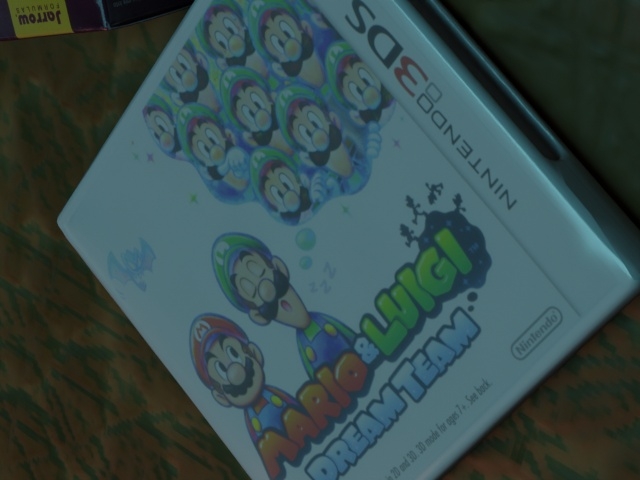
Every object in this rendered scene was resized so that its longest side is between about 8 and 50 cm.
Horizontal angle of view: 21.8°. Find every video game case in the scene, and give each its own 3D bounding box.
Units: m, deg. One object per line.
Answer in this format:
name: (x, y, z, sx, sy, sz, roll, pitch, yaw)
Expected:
video game case: (0.000, 0.000, 0.466, 0.143, 0.019, 0.157, 51, 132, 13)

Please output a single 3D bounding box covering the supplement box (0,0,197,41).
supplement box: (-0.073, -0.102, 0.470, 0.055, 0.043, 0.083, -1, 107, 39)
